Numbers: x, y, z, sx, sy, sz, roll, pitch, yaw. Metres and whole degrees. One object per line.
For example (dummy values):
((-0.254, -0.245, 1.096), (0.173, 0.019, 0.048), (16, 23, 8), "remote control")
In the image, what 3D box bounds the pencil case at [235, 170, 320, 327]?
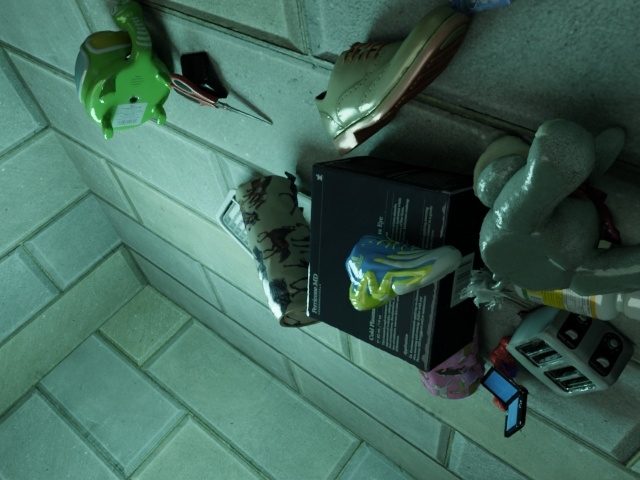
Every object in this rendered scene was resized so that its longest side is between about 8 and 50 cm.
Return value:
((-0.078, 0.027, 1.339), (0.160, 0.184, 0.410), (-49, 53, 45), "pencil case")

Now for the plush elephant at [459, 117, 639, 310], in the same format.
((0.348, -0.054, 0.773), (0.272, 0.255, 0.330), (35, 146, -3), "plush elephant")

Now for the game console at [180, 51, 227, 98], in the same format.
((-0.299, -0.419, 1.368), (0.122, 0.071, 0.107), (15, 171, 45), "game console")

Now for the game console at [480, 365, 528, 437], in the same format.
((0.424, 0.381, 1.252), (0.085, 0.124, 0.144), (12, 151, 10), "game console")

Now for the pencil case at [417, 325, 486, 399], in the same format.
((0.305, 0.230, 1.302), (0.160, 0.167, 0.386), (29, 151, 42), "pencil case")

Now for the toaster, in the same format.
((0.492, 0.214, 1.082), (0.168, 0.110, 0.185), (43, 154, 4), "toaster")

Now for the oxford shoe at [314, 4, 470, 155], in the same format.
((0.089, -0.278, 0.903), (0.146, 0.140, 0.397), (53, 151, -2), "oxford shoe")

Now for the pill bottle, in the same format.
((0.455, 0.069, 0.915), (0.208, 0.117, 0.117), (15, 142, 44), "pill bottle")

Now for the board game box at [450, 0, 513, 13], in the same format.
((0.213, -0.362, 0.732), (0.090, 0.020, 0.090), (9, 137, 47), "board game box")

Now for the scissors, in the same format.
((-0.255, -0.345, 1.366), (0.297, 0.021, 0.109), (26, 165, 0), "scissors")

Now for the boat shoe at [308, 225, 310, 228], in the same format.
((-0.001, -0.002, 1.518), (0.153, 0.048, 0.056), (19, 144, 41), "boat shoe")

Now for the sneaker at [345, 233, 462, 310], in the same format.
((0.119, 0.033, 0.899), (0.240, 0.091, 0.126), (-32, 75, 43), "sneaker")

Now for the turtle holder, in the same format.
((-0.538, -0.449, 1.406), (0.227, 0.243, 0.320), (55, 166, 15), "turtle holder")

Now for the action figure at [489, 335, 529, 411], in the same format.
((0.484, 0.333, 1.290), (0.139, 0.091, 0.280), (28, 151, 42), "action figure")

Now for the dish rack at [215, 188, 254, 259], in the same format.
((-0.193, -0.038, 1.706), (0.285, 0.072, 0.333), (45, 153, -5), "dish rack")

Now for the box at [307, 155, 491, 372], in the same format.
((0.147, 0.026, 1.062), (0.313, 0.179, 0.343), (19, 114, 39), "box")
